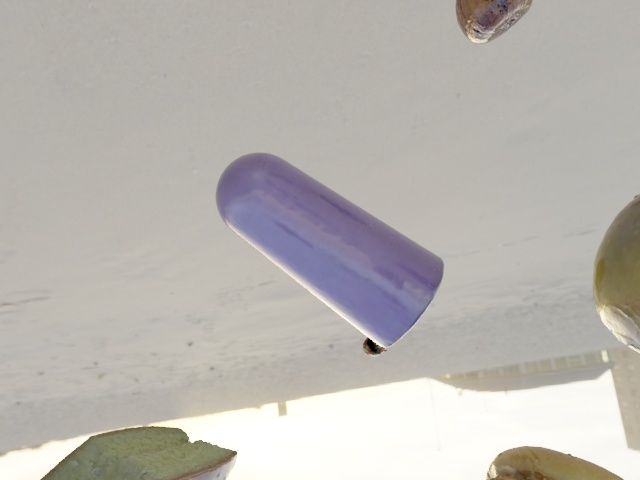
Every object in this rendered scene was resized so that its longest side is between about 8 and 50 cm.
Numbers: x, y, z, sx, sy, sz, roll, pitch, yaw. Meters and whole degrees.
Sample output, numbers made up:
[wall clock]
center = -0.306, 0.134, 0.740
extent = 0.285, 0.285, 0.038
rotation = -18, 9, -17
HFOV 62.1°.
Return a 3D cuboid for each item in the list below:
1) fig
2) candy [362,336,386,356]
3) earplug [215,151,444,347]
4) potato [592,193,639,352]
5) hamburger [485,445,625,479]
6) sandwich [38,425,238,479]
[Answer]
[fig]
center = 0.299, -0.484, 1.009
extent = 0.146, 0.201, 0.134
rotation = -40, -176, -27
[candy]
center = 0.118, 0.205, 1.302
extent = 0.056, 0.184, 0.049
rotation = -12, 132, -1
[earplug]
center = 0.000, 0.000, 1.037
extent = 0.456, 0.215, 0.215
rotation = 35, 160, -7
[potato]
center = 0.330, -0.009, 0.491
extent = 0.098, 0.243, 0.138
rotation = 41, 168, -13
[hamburger]
center = 0.376, 0.463, 0.809
extent = 0.170, 0.289, 0.314
rotation = -29, -149, -35
[sandwich]
center = -0.173, 0.226, 0.394
extent = 0.094, 0.096, 0.258
rotation = 16, -141, 25
